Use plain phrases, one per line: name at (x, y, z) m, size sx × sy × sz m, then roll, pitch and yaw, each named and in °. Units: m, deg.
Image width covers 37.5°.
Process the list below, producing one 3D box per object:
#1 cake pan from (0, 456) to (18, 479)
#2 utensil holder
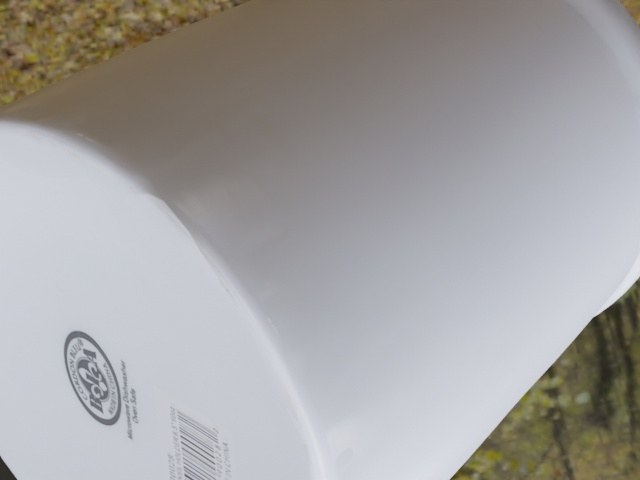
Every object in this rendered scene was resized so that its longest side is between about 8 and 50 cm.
cake pan at (-0.258, 0.281, 0.872) m, size 0.054 × 0.293 × 0.293 m, roll -39°, pitch 166°, yaw 24°
utensil holder at (0.000, 0.000, 0.603) m, size 0.328 × 0.327 × 0.385 m, roll -20°, pitch -170°, yaw 47°
